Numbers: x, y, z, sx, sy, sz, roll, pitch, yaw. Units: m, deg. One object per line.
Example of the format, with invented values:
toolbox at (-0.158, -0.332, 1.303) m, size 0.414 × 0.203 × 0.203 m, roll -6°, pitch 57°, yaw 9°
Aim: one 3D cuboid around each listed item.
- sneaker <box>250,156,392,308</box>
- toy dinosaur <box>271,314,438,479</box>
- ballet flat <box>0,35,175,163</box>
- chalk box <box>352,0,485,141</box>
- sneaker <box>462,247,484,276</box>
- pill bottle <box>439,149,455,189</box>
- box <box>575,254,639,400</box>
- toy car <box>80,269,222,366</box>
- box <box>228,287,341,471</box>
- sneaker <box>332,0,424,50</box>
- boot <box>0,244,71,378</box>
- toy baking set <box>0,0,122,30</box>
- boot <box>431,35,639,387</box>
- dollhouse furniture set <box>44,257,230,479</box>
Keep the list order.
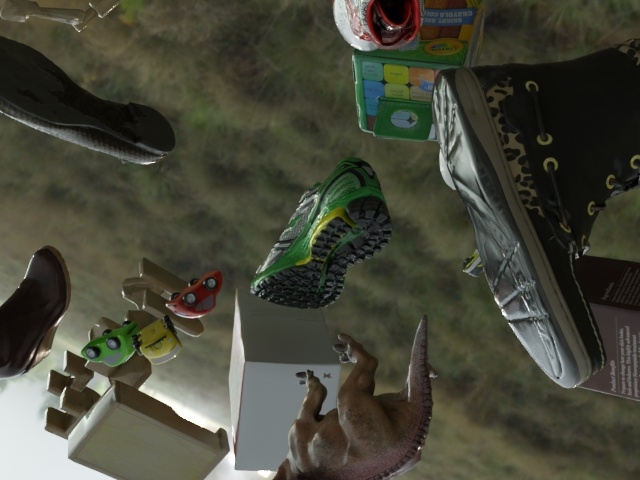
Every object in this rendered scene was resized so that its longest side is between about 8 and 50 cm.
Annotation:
sneaker at (0.000, 0.000, 1.368) m, size 0.134 × 0.146 × 0.343 m, roll 20°, pitch 138°, yaw -27°
toy dinosaur at (0.034, 0.215, 0.848) m, size 0.127 × 0.296 × 0.200 m, roll 38°, pitch -154°, yaw -20°
ballet flat at (-0.247, -0.124, 0.813) m, size 0.058 × 0.084 × 0.250 m, roll -26°, pitch 155°, yaw 29°
chalk box at (0.160, -0.286, 1.388) m, size 0.180 × 0.289 × 0.179 m, roll 9°, pitch 145°, yaw 14°
sneaker at (0.273, 0.027, 1.395) m, size 0.035 × 0.083 × 0.031 m, roll 35°, pitch -156°, yaw -28°
pill bottle at (0.273, -0.103, 1.126) m, size 0.221 × 0.124 × 0.124 m, roll 2°, pitch 179°, yaw -31°
box at (0.572, 0.157, 1.311) m, size 0.381 × 0.143 × 0.191 m, roll 9°, pitch 128°, yaw 32°
toy car at (-0.266, 0.144, 1.287) m, size 0.225 × 0.239 × 0.053 m, roll -23°, pitch 105°, yaw 23°
box at (-0.078, 0.250, 1.583) m, size 0.168 × 0.215 × 0.345 m, roll 4°, pitch -163°, yaw -9°
sneaker at (0.073, -0.294, 1.105) m, size 0.090 × 0.145 × 0.270 m, roll -9°, pitch 157°, yaw -5°
boot at (-0.554, 0.141, 1.505) m, size 0.090 × 0.248 × 0.207 m, roll 20°, pitch -162°, yaw 23°
toy baking set at (-0.322, -0.374, 1.159) m, size 0.030 × 0.256 × 0.197 m, roll 46°, pitch 177°, yaw 16°
boot at (0.311, -0.053, 0.945) m, size 0.138 × 0.284 × 0.377 m, roll 104°, pitch 148°, yaw -71°
dollhouse furniture set at (-0.360, 0.312, 1.736) m, size 0.256 × 0.362 × 0.394 m, roll 34°, pitch -165°, yaw -27°
